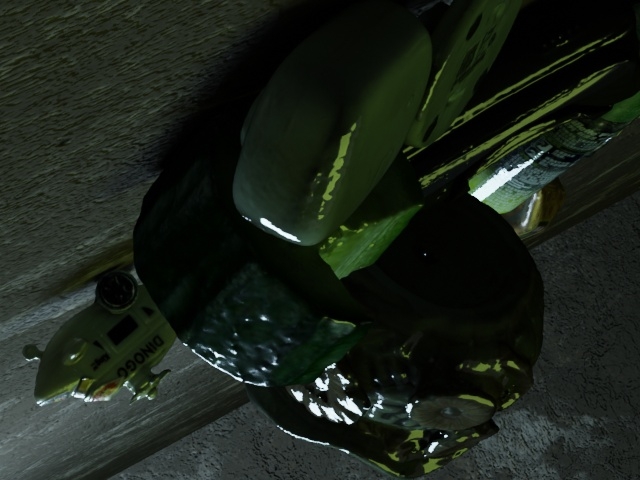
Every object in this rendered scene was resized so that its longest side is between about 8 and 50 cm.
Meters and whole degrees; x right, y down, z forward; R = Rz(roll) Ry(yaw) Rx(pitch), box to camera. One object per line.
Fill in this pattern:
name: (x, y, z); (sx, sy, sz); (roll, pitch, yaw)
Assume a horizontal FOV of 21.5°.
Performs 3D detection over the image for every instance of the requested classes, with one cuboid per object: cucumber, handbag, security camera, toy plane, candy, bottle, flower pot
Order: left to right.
toy plane: (-0.134, 0.056, 1.487); (0.286, 0.108, 0.092); (-41, 175, -18)
cucumber: (-0.031, -0.011, 1.185); (0.191, 0.191, 0.130); (-24, 172, -40)
security camera: (0.047, -0.111, 1.123); (0.301, 0.080, 0.157); (-41, 158, -47)
flower pot: (0.072, 0.088, 1.655); (0.302, 0.302, 0.213); (-23, 150, -44)
candy: (0.189, -0.021, 2.197); (0.271, 0.101, 0.143); (-27, 168, 22)
handbag: (0.160, -0.113, 1.480); (0.275, 0.088, 0.244); (-33, 169, 7)
bottle: (0.256, -0.131, 1.731); (0.093, 0.093, 0.330); (-25, 171, -34)

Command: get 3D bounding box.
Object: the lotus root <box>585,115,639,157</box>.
lotus root: (0.341, -0.176, 1.848); (0.183, 0.078, 0.203); (-40, 179, -14)
